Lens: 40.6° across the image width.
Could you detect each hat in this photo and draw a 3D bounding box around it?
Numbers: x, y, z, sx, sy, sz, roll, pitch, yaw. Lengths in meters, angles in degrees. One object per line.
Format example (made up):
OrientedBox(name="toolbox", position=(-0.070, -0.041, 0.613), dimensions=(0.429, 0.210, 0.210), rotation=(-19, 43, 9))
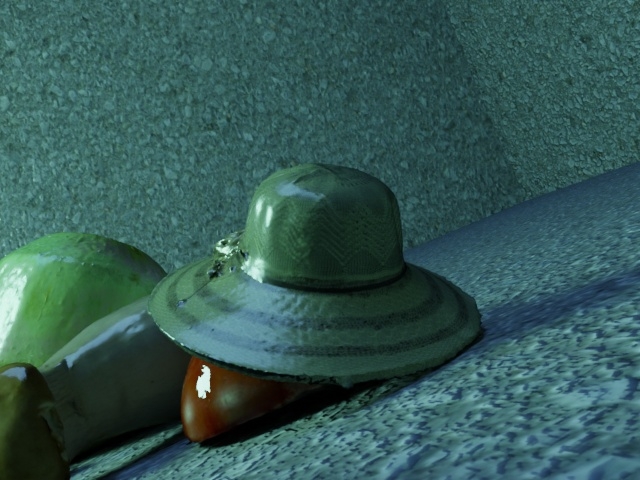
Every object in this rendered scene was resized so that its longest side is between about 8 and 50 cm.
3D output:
OrientedBox(name="hat", position=(0.000, 0.000, 0.629), dimensions=(0.252, 0.109, 0.252), rotation=(3, 18, -1))

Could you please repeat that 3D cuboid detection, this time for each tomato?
OrientedBox(name="tomato", position=(-0.035, 0.087, 0.667), dimensions=(0.166, 0.082, 0.174), rotation=(-22, -3, 12))

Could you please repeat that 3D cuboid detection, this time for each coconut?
OrientedBox(name="coconut", position=(-0.246, 0.116, 0.893), dimensions=(0.205, 0.235, 0.236), rotation=(4, 7, 17))

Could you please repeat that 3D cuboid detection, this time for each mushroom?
OrientedBox(name="mushroom", position=(-0.138, 0.108, 0.763), dimensions=(0.128, 0.128, 0.350), rotation=(-23, 1, 42))
